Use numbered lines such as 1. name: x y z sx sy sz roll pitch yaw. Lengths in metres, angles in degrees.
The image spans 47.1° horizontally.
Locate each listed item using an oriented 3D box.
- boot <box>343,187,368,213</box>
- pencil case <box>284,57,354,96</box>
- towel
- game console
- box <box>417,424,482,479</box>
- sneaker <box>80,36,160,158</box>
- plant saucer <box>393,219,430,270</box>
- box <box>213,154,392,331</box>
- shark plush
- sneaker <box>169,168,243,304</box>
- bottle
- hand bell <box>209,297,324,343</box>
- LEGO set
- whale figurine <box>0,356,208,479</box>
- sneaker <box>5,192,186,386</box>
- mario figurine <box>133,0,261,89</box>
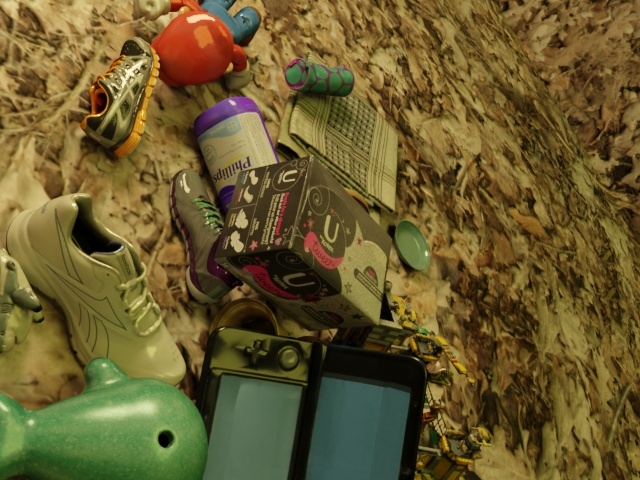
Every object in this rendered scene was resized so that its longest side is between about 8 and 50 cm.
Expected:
1. boot: 0.000 0.000 1.356 0.248 0.090 0.207 16 68 -46
2. pencil case: 0.000 -0.331 1.488 0.151 0.064 0.070 -3 80 -48
3. towel: 0.053 -0.214 1.551 0.312 0.056 0.324 39 43 -29
4. game console: -0.026 0.273 0.946 0.250 0.173 0.293 15 78 -28
5. box: 0.150 0.494 1.152 0.318 0.097 0.395 46 37 3
6. sneaker: -0.303 -0.230 1.110 0.083 0.084 0.215 24 52 -34
7. plant saucer: 0.196 0.013 1.611 0.119 0.021 0.119 27 50 -37
8. box: -0.014 0.014 1.100 0.247 0.142 0.163 42 49 -42
9. shark plush: -0.385 0.048 0.865 0.067 0.073 0.161 -27 95 -24
10. sneaker: -0.165 -0.019 1.130 0.083 0.098 0.224 3 67 -50
11. bottle: -0.115 -0.091 1.219 0.092 0.118 0.283 -14 82 -56
12. hand bell: -0.056 0.168 1.171 0.242 0.126 0.126 21 52 -59
13. LEGO set: 0.152 0.215 1.187 0.255 0.192 0.331 20 32 -13
14. whale figurine: -0.252 0.232 0.832 0.272 0.141 0.216 20 58 -34
15. sneaker: -0.267 0.072 0.927 0.297 0.129 0.111 54 36 -15
16. mario figurine: -0.219 -0.350 1.287 0.198 0.170 0.320 18 33 1
